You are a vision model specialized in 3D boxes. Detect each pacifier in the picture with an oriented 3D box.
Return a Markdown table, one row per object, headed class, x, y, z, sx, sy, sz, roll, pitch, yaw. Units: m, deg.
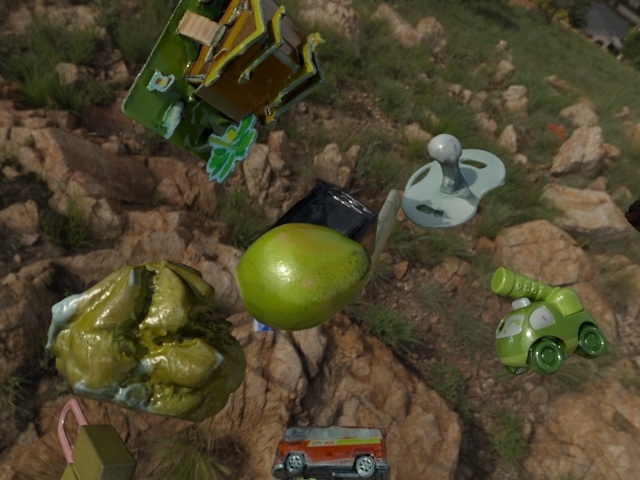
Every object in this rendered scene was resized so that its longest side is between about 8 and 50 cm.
| class | x | y | z | sx | sy | sz | roll | pitch | yaw |
| --- | --- | --- | --- | --- | --- | --- | --- | --- | --- |
| pacifier | 0.370 | -0.199 | 1.357 | 0.288 | 0.269 | 0.343 | 25 | 61 | 42 |

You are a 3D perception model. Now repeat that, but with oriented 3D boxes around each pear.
| class | x | y | z | sx | sy | sz | roll | pitch | yaw |
| --- | --- | --- | --- | --- | --- | --- | --- | --- | --- |
| pear | -0.024 | 0.055 | 0.779 | 0.220 | 0.187 | 0.187 | -25 | 66 | 4 |

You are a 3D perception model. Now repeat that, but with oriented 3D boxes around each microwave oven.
| class | x | y | z | sx | sy | sz | roll | pitch | yaw |
| --- | --- | --- | --- | --- | --- | --- | --- | --- | --- |
| microwave oven | -0.009 | 0.012 | 1.018 | 0.178 | 0.188 | 0.247 | 34 | 67 | 23 |

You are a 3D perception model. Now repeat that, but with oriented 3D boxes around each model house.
| class | x | y | z | sx | sy | sz | roll | pitch | yaw |
| --- | --- | --- | --- | --- | --- | --- | --- | --- | --- |
| model house | -0.164 | -0.294 | 0.833 | 0.242 | 0.313 | 0.357 | 32 | 90 | -35 |

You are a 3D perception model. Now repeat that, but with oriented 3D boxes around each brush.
| class | x | y | z | sx | sy | sz | roll | pitch | yaw |
| --- | --- | --- | --- | --- | --- | --- | --- | --- | --- |
| brush | -0.328 | 0.289 | 0.626 | 0.047 | 0.233 | 0.103 | 24 | 87 | -44 |

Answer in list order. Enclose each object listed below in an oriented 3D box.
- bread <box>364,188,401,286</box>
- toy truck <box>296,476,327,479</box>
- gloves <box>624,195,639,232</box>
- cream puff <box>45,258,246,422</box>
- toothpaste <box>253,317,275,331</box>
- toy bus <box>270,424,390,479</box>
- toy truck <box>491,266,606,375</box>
| class | x | y | z | sx | sy | sz | roll | pitch | yaw |
| --- | --- | --- | --- | --- | --- | --- | --- | --- | --- |
| bread | 0.166 | 0.002 | 1.339 | 0.054 | 0.316 | 0.316 | 22 | 52 | 8 |
| toy truck | 0.006 | 0.467 | 0.696 | 0.116 | 0.085 | 0.191 | 0 | 95 | 0 |
| gloves | 0.685 | -0.096 | 0.868 | 0.180 | 0.129 | 0.106 | -46 | 59 | -7 |
| cream puff | -0.315 | 0.183 | 0.899 | 0.378 | 0.378 | 0.275 | 21 | 70 | -9 |
| toothpaste | -0.178 | 0.147 | 1.435 | 0.066 | 0.053 | 0.272 | -5 | 81 | 13 |
| toy bus | 0.024 | 0.495 | 1.051 | 0.265 | 0.121 | 0.119 | -2 | 45 | 6 |
| toy truck | 0.438 | 0.158 | 0.900 | 0.187 | 0.148 | 0.210 | 1 | 72 | -6 |
